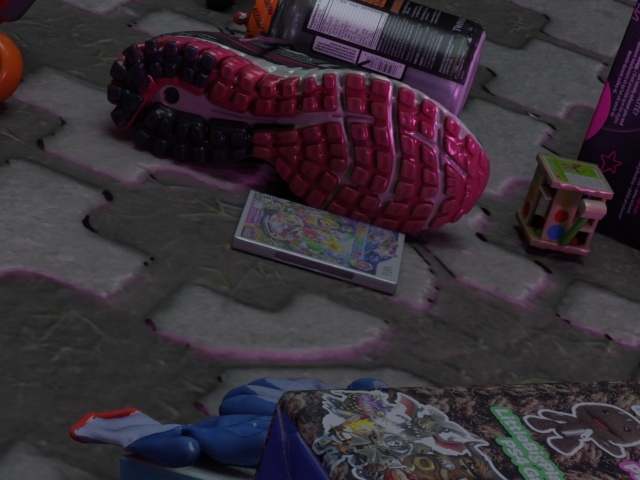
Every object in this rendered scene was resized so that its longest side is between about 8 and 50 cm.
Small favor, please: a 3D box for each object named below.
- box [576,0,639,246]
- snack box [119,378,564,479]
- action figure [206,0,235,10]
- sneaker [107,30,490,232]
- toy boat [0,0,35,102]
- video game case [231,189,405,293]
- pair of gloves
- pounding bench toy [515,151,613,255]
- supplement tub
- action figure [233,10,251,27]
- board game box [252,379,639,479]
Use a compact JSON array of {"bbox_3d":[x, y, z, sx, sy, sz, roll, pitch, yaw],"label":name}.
[{"bbox_3d":[0.322,-0.123,1.540,0.142,0.247,0.163,27,27,16],"label":"box"},{"bbox_3d":[0.075,0.131,1.014,0.322,0.060,0.187,-6,7,-39],"label":"snack box"},{"bbox_3d":[-0.058,-0.310,1.878,0.185,0.099,0.285,7,22,-4],"label":"action figure"},{"bbox_3d":[-0.009,-0.102,1.448,0.299,0.121,0.112,21,24,10],"label":"sneaker"},{"bbox_3d":[-0.283,-0.169,1.432,0.231,0.151,0.151,-21,74,-53],"label":"toy boat"},{"bbox_3d":[0.000,0.000,1.372,0.122,0.011,0.087,16,25,-1],"label":"video game case"},{"bbox_3d":[-0.025,0.094,1.004,0.159,0.023,0.198,1,6,44],"label":"pair of gloves"},{"bbox_3d":[0.192,-0.018,1.462,0.052,0.065,0.083,11,26,-14],"label":"pounding bench toy"},{"bbox_3d":[0.034,-0.155,1.585,0.190,0.117,0.117,19,25,5],"label":"supplement tub"},{"bbox_3d":[-0.024,-0.194,1.734,0.115,0.030,0.038,10,31,-9],"label":"action figure"},{"bbox_3d":[0.106,0.192,0.792,0.291,0.232,0.141,0,31,-30],"label":"board game box"}]
